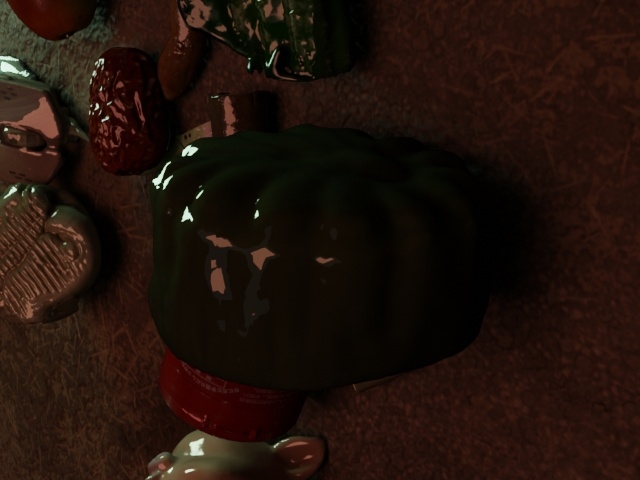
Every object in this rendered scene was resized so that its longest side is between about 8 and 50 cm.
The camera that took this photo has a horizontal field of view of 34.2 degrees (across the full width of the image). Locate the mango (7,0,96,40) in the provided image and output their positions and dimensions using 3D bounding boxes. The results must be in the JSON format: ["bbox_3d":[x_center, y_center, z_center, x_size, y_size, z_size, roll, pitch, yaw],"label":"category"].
[{"bbox_3d":[-0.407,-0.424,1.499,0.146,0.129,0.289,-41,63,41],"label":"mango"}]

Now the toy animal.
[{"bbox_3d":[-0.102,0.395,1.341,0.326,0.269,0.237,45,134,-14],"label":"toy animal"}]

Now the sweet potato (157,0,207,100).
[{"bbox_3d":[-0.173,-0.281,1.364,0.065,0.051,0.218,36,121,34],"label":"sweet potato"}]

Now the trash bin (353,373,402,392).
[{"bbox_3d":[0.077,0.137,1.235,0.092,0.043,0.060,-27,80,38],"label":"trash bin"}]

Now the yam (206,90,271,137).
[{"bbox_3d":[-0.098,-0.126,1.311,0.084,0.084,0.127,0,96,42],"label":"yam"}]

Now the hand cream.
[{"bbox_3d":[-0.097,0.144,1.292,0.193,0.193,0.125,40,123,29],"label":"hand cream"}]

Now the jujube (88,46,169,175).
[{"bbox_3d":[-0.264,-0.178,1.436,0.112,0.109,0.176,-5,85,11],"label":"jujube"}]

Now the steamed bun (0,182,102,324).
[{"bbox_3d":[-0.431,0.026,1.605,0.211,0.144,0.218,45,97,13],"label":"steamed bun"}]

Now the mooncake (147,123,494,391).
[{"bbox_3d":[0.000,0.000,1.066,0.356,0.356,0.194,17,118,39],"label":"mooncake"}]

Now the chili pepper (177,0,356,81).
[{"bbox_3d":[-0.075,-0.361,1.192,0.213,0.167,0.384,-6,108,58],"label":"chili pepper"}]

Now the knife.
[{"bbox_3d":[-0.196,-0.130,1.443,0.207,0.014,0.030,-22,78,41],"label":"knife"}]

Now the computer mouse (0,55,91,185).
[{"bbox_3d":[-0.504,-0.179,1.644,0.389,0.115,0.199,20,115,39],"label":"computer mouse"}]
